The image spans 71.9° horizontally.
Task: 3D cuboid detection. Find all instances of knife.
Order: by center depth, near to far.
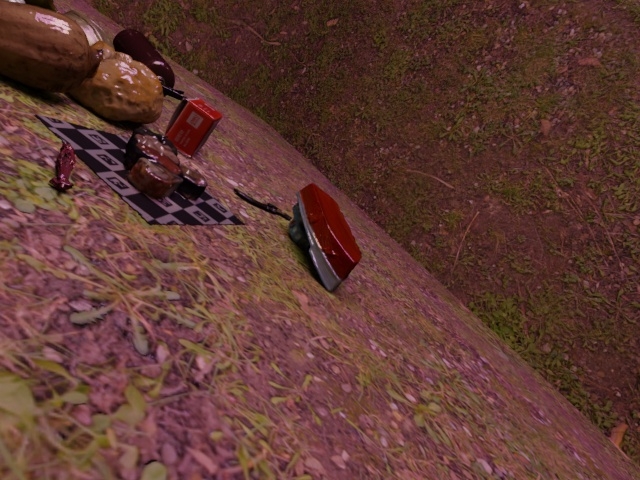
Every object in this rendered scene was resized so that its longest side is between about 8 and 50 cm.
[{"bbox_3d":[-0.153,-0.098,1.269,0.222,0.021,0.045,25,15,-43],"label":"knife"}]

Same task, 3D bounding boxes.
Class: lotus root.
[{"bbox_3d":[-0.546,-0.365,0.843,0.257,0.154,0.140,1,32,-41],"label":"lotus root"}]

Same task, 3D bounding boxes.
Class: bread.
[{"bbox_3d":[-0.486,-0.378,1.064,0.244,0.134,0.244,33,14,-10],"label":"bread"}]

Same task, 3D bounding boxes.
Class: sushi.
[{"bbox_3d":[-0.323,-0.158,0.897,0.320,0.069,0.339,41,13,12],"label":"sushi"}]

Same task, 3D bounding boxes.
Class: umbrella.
[{"bbox_3d":[-0.389,-0.117,0.674,0.027,0.025,0.165,56,-1,-41],"label":"umbrella"}]

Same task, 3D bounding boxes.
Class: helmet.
[{"bbox_3d":[-0.642,-0.524,1.157,0.257,0.137,0.204,33,13,-19],"label":"helmet"}]

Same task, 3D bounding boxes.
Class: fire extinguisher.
[{"bbox_3d":[-0.498,-0.500,1.286,0.135,0.114,0.337,5,35,-43],"label":"fire extinguisher"}]

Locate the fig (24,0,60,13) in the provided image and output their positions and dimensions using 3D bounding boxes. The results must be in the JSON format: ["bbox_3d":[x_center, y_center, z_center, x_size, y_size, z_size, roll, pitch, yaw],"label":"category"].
[{"bbox_3d":[-0.884,-0.782,1.403,0.259,0.151,0.151,35,12,-31],"label":"fig"}]

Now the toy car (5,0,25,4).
[{"bbox_3d":[-0.813,-0.585,1.012,0.224,0.090,0.076,29,50,-35],"label":"toy car"}]

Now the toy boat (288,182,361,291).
[{"bbox_3d":[0.000,0.000,1.140,0.145,0.133,0.332,35,22,-37],"label":"toy boat"}]

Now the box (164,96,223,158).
[{"bbox_3d":[-0.358,-0.323,1.243,0.099,0.133,0.182,33,15,-15],"label":"box"}]
